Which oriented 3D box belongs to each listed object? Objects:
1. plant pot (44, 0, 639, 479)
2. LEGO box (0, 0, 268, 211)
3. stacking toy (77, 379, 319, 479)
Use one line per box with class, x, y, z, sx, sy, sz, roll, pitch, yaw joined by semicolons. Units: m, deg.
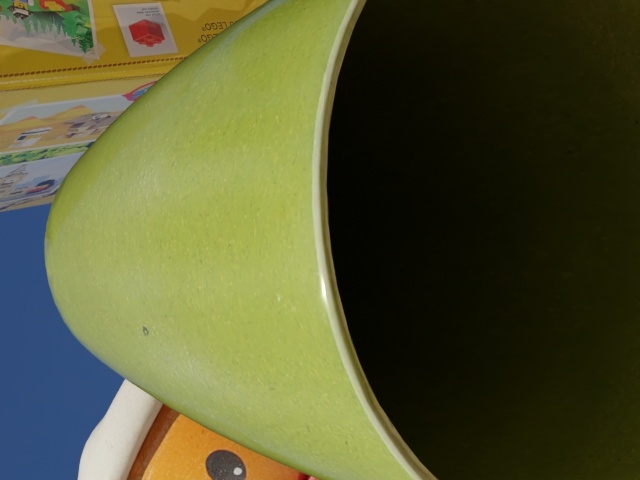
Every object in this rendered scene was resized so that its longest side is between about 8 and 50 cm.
plant pot;0.000;0.000;0.733;0.275;0.294;0.274;6;-98;-43
LEGO box;-0.241;-0.168;1.330;0.500;0.372;0.193;-13;-100;-42
stacking toy;0.088;0.234;1.087;0.350;0.480;0.350;-53;-22;-32
